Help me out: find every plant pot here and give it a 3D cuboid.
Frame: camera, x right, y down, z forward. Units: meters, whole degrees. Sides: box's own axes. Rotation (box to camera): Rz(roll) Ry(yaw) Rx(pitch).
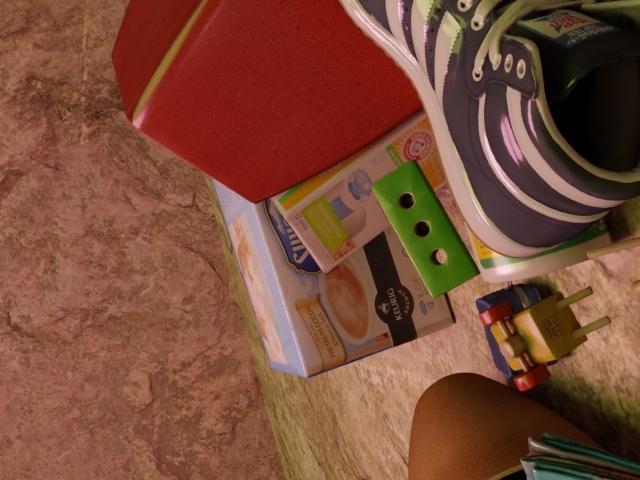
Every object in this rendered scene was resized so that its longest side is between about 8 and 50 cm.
[{"bbox_3d":[-0.078,-0.205,0.776,0.267,0.236,0.267,34,-161,-38],"label":"plant pot"},{"bbox_3d":[0.193,0.257,0.775,0.254,0.237,0.237,-110,9,-69],"label":"plant pot"}]

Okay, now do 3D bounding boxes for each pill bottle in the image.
[{"bbox_3d":[0.173,-0.075,0.642,0.117,0.118,0.208,157,95,-72],"label":"pill bottle"}]

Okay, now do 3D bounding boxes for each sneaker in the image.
[{"bbox_3d":[0.093,-0.132,0.396,0.282,0.099,0.153,64,168,5],"label":"sneaker"}]

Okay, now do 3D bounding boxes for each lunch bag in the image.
[{"bbox_3d":[0.213,0.091,0.764,0.067,0.065,0.098,-134,27,-86],"label":"lunch bag"}]

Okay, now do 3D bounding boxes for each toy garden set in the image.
[{"bbox_3d":[0.192,-0.020,0.548,0.203,0.244,0.049,62,-157,10],"label":"toy garden set"}]

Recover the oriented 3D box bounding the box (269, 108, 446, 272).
[{"bbox_3d":[0.043,-0.079,0.845,0.114,0.203,0.103,55,178,-42],"label":"box"}]

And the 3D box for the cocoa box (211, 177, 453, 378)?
[{"bbox_3d":[0.000,0.000,1.049,0.231,0.228,0.347,156,96,-72],"label":"cocoa box"}]

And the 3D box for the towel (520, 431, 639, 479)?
[{"bbox_3d":[0.304,0.349,0.577,0.272,0.040,0.370,8,118,39],"label":"towel"}]

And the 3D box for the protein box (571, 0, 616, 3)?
[{"bbox_3d":[0.214,-0.178,0.386,0.201,0.136,0.199,114,135,-65],"label":"protein box"}]
